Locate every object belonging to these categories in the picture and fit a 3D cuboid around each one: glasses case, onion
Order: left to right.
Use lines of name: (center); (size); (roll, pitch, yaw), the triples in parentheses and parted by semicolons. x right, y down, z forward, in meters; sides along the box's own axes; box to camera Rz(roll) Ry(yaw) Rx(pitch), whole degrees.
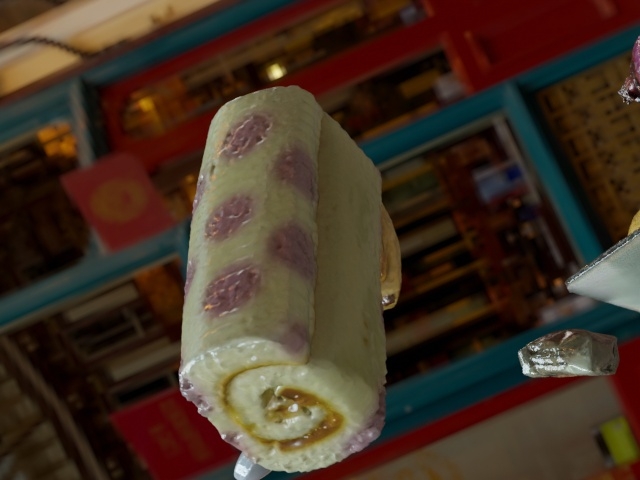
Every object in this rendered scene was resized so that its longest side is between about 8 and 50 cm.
glasses case: (-0.061, 0.278, 2.209); (0.045, 0.067, 0.178); (34, -149, 15)
onion: (0.402, -0.194, 1.898); (0.115, 0.104, 0.115); (51, -157, -33)

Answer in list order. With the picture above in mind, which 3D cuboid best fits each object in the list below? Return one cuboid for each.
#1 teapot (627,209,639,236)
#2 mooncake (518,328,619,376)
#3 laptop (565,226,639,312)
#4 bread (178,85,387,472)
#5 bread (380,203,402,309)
teapot: (0.457, 0.019, 1.774); (0.203, 0.167, 0.311); (62, 164, 10)
mooncake: (0.377, 0.171, 2.423); (0.130, 0.125, 0.073); (11, -105, -57)
laptop: (0.376, 0.006, 1.469); (0.188, 0.269, 0.015); (17, -126, -25)
bread: (-0.034, 0.028, 1.445); (0.187, 0.155, 0.338); (45, -148, -34)
bread: (0.000, 0.000, 2.130); (0.235, 0.211, 0.099); (-94, 4, -52)
